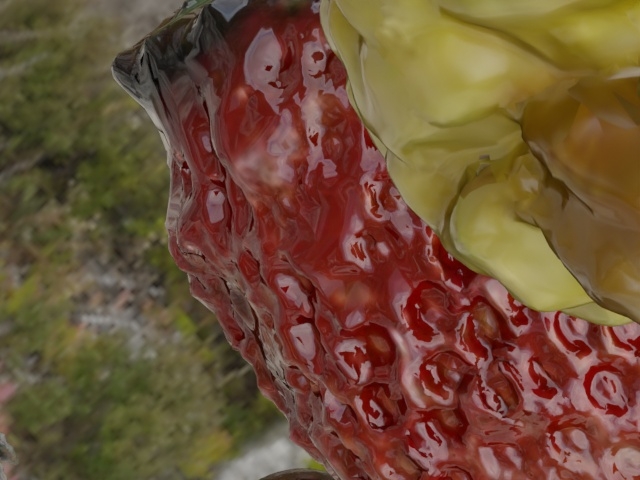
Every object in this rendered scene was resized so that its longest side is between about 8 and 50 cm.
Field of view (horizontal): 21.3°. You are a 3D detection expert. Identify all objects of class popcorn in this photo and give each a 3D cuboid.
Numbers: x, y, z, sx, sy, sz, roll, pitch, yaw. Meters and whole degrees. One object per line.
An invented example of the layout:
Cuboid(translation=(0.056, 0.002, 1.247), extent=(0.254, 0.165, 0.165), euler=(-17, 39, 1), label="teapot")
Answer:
Cuboid(translation=(0.126, -0.131, 0.496), extent=(0.225, 0.265, 0.332), euler=(40, 47, -38), label="popcorn")

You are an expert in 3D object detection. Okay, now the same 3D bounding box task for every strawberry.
Cuboid(translation=(0.083, -0.009, 0.790), extent=(0.310, 0.292, 0.292), euler=(63, 31, -11), label="strawberry")

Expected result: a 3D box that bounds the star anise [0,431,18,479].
Cuboid(translation=(-0.374, 0.172, 1.583), extent=(0.212, 0.073, 0.197), euler=(49, 20, 20), label="star anise")

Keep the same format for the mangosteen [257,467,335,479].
Cuboid(translation=(-0.029, 0.343, 1.776), extent=(0.216, 0.216, 0.216), euler=(31, 37, -27), label="mangosteen")
